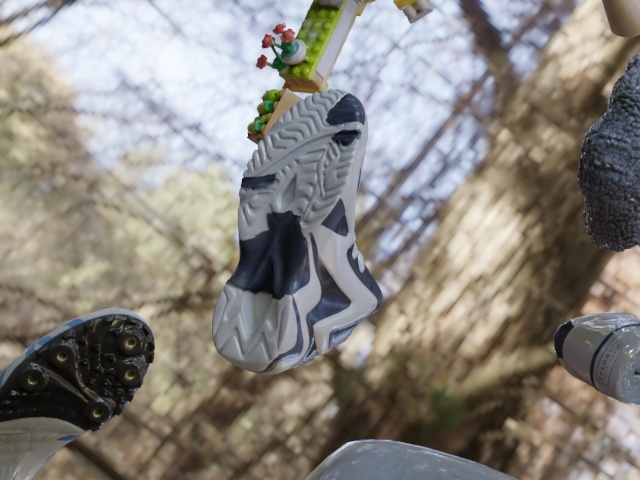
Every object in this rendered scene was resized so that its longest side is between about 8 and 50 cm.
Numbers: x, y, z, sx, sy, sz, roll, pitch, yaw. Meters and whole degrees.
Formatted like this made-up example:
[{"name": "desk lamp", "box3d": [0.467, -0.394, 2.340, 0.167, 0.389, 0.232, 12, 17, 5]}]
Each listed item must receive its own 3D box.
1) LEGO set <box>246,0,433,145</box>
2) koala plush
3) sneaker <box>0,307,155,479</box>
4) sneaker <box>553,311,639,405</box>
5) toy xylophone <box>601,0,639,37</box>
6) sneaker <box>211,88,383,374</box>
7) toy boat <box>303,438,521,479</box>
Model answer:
[{"name": "LEGO set", "box3d": [0.019, -0.211, 1.463, 0.107, 0.287, 0.132, 43, 10, -46]}, {"name": "koala plush", "box3d": [0.336, -0.049, 1.376, 0.221, 0.203, 0.196, 16, -73, 30]}, {"name": "sneaker", "box3d": [-0.213, 0.123, 1.263, 0.237, 0.086, 0.085, -42, -65, 17]}, {"name": "sneaker", "box3d": [0.305, 0.105, 1.574, 0.091, 0.094, 0.258, 34, 10, 40]}, {"name": "toy xylophone", "box3d": [0.153, -0.258, 0.895, 0.081, 0.236, 0.323, 17, -27, 47]}, {"name": "sneaker", "box3d": [0.000, 0.000, 1.438, 0.094, 0.235, 0.153, 10, -5, 24]}, {"name": "toy boat", "box3d": [0.044, 0.185, 0.377, 0.148, 0.267, 0.318, 17, -60, 14]}]
